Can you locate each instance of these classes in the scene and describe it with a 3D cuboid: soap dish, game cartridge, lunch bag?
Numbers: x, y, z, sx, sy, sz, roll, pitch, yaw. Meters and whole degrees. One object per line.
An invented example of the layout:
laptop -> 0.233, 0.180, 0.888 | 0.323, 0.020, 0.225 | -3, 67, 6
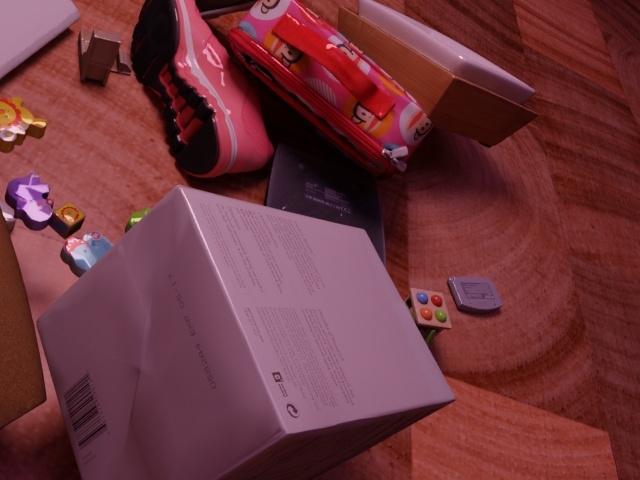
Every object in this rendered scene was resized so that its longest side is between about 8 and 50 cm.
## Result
soap dish -> 0.177, -0.270, 1.097 | 0.229, 0.118, 0.291 | 7, 29, -43
game cartridge -> 0.226, 0.080, 0.990 | 0.083, 0.017, 0.056 | 5, 50, -30
lunch bag -> 0.017, -0.209, 0.924 | 0.293, 0.120, 0.258 | 40, 1, -2

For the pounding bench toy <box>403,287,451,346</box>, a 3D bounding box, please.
pounding bench toy -> 0.131, 0.111, 0.864 | 0.052, 0.065, 0.083 | 11, 51, -26

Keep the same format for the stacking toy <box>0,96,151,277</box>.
stacking toy -> -0.245, -0.008, 0.642 | 0.221, 0.167, 0.052 | 40, 44, 1

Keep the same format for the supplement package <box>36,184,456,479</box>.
supplement package -> -0.056, 0.107, 0.593 | 0.263, 0.198, 0.199 | 11, 46, -55

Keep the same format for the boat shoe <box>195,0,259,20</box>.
boat shoe -> -0.116, -0.374, 0.951 | 0.103, 0.321, 0.118 | -55, 130, -41

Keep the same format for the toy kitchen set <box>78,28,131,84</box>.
toy kitchen set -> -0.275, -0.258, 0.893 | 0.068, 0.075, 0.083 | 6, 52, -31

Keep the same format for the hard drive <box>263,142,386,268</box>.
hard drive -> 0.000, 0.000, 0.876 | 0.172, 0.054, 0.254 | 18, 49, -21

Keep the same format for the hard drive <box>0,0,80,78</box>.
hard drive -> -0.427, -0.272, 0.765 | 0.203, 0.040, 0.307 | 57, 37, -28

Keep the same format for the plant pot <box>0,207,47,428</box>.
plant pot -> -0.332, 0.049, 0.523 | 0.237, 0.237, 0.254 | -32, 92, -45

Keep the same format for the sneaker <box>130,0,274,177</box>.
sneaker -> -0.158, -0.217, 0.931 | 0.136, 0.116, 0.313 | -1, 63, -47
